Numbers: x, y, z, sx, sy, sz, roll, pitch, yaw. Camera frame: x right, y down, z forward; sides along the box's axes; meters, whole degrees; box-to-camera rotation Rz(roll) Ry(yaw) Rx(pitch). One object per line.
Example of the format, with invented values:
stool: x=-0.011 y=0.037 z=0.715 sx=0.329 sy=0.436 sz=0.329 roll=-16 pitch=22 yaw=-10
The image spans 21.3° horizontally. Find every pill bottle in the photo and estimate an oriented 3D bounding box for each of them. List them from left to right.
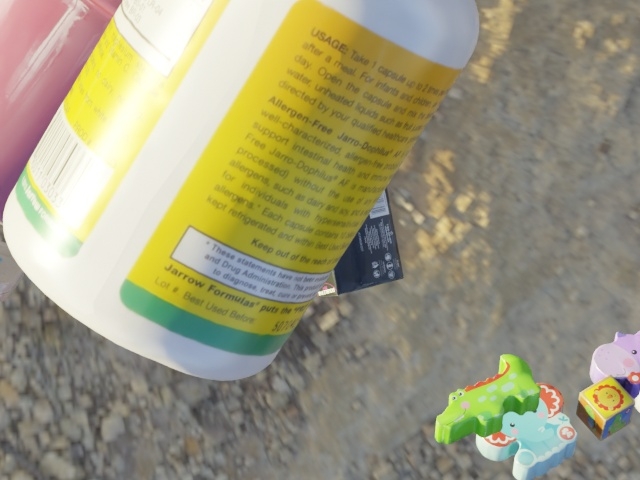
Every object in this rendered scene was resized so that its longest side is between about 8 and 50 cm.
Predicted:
pill bottle: x=-0.017 y=-0.064 z=0.614 sx=0.117 sy=0.117 sz=0.208 roll=28 pitch=105 yaw=-15

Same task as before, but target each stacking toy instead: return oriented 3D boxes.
stacking toy: x=0.143 y=0.085 z=0.936 sx=0.221 sy=0.052 sz=0.167 roll=-28 pitch=147 yaw=-20

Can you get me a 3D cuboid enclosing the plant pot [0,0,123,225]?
plant pot: x=-0.147 y=-0.105 z=0.952 sx=0.201 sy=0.201 sz=0.180 roll=37 pitch=93 yaw=-15

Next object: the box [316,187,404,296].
box: x=0.000 y=0.000 z=1.006 sx=0.052 sy=0.083 sz=0.062 roll=-13 pitch=94 yaw=-36

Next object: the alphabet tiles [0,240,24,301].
alphabet tiles: x=-0.356 y=-0.009 z=1.203 sx=0.284 sy=0.278 sz=0.021 roll=21 pitch=111 yaw=-1
